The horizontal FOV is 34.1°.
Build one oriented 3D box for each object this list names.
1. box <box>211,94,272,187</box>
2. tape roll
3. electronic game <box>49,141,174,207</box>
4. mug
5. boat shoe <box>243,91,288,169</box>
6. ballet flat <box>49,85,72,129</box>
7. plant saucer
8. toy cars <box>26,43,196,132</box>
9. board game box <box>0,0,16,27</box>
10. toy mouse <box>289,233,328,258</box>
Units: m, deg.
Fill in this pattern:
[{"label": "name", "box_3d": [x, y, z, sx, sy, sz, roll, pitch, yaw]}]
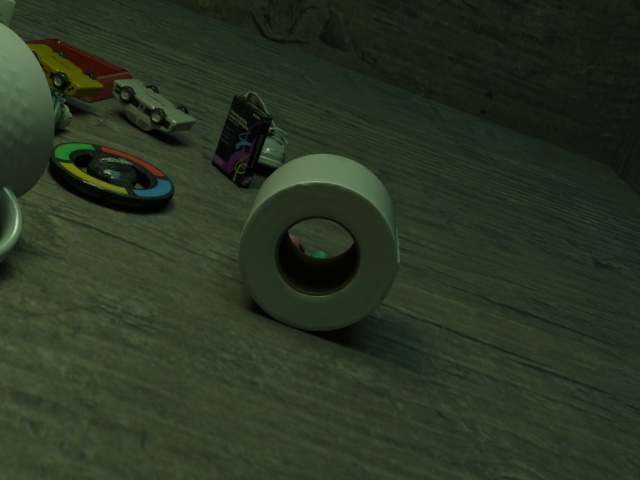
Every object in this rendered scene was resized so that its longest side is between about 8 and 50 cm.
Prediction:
[{"label": "box", "box_3d": [-0.164, -0.206, 2.153, 0.029, 0.162, 0.116, 3, 26, -42]}, {"label": "tape roll", "box_3d": [0.000, 0.000, 1.650, 0.246, 0.246, 0.169, 21, 19, -5]}, {"label": "electronic game", "box_3d": [-0.373, -0.121, 1.869, 0.229, 0.048, 0.229, 19, 19, -7]}, {"label": "mug", "box_3d": [-0.545, -0.115, 1.391, 0.374, 0.276, 0.328, 57, 32, 5]}, {"label": "boat shoe", "box_3d": [-0.145, -0.249, 2.383, 0.118, 0.103, 0.320, 15, 20, -19]}, {"label": "ballet flat", "box_3d": [-0.521, -0.255, 2.057, 0.070, 0.070, 0.188, 13, 24, -24]}, {"label": "plant saucer", "box_3d": [-0.581, -0.404, 2.411, 0.259, 0.047, 0.258, 24, 19, 9]}, {"label": "toy cars", "box_3d": [-0.463, -0.305, 2.227, 0.394, 0.087, 0.176, 19, 24, -18]}, {"label": "board game box", "box_3d": [-0.707, -0.422, 2.051, 0.098, 0.224, 0.303, 12, 21, -34]}, {"label": "toy mouse", "box_3d": [-0.032, 0.021, 1.883, 0.143, 0.031, 0.161, 2, 27, -46]}]
